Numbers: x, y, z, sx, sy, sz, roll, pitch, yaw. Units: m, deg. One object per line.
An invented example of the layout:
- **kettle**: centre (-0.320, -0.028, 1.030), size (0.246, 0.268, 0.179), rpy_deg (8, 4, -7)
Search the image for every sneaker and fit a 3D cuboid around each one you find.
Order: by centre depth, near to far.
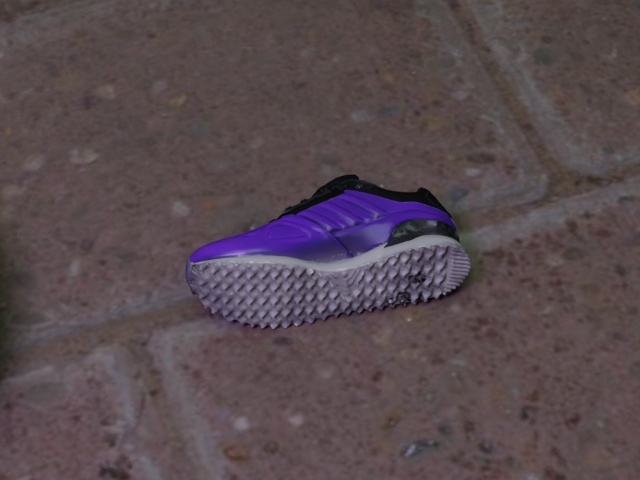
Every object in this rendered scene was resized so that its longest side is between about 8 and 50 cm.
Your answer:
- **sneaker**: centre (0.000, 0.001, 1.792), size (0.293, 0.102, 0.146), rpy_deg (-5, 48, -8)
